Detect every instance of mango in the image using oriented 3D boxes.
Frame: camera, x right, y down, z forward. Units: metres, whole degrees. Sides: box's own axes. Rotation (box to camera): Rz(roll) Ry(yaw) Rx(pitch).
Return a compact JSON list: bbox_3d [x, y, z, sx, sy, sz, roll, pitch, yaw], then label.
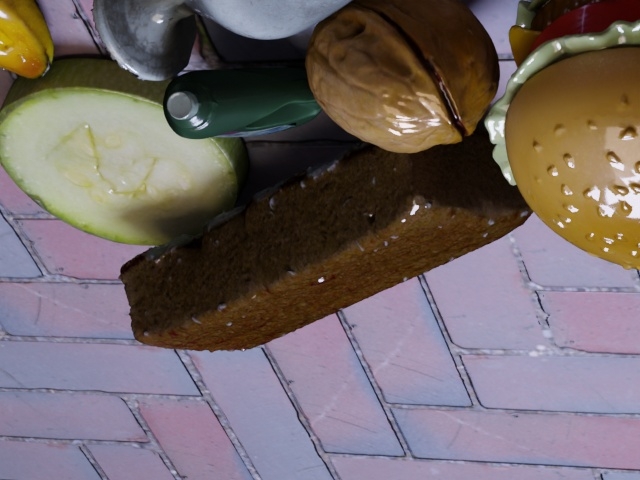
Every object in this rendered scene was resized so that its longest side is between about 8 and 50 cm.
[{"bbox_3d":[-0.311,-0.211,1.782,0.101,0.066,0.187,-23,134,33],"label":"mango"}]

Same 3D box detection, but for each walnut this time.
[{"bbox_3d":[0.070,-0.144,1.625,0.180,0.144,0.144,41,171,50],"label":"walnut"}]

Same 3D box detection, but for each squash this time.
[{"bbox_3d":[-0.192,-0.081,1.918,0.252,0.049,0.252,11,144,8],"label":"squash"}]

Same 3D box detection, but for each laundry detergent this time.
[{"bbox_3d":[-0.074,-0.121,1.695,0.137,0.063,0.211,-5,-178,16],"label":"laundry detergent"}]

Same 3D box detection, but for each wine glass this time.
[{"bbox_3d":[-0.070,-0.217,1.617,0.241,0.126,0.126,-16,133,42],"label":"wine glass"}]

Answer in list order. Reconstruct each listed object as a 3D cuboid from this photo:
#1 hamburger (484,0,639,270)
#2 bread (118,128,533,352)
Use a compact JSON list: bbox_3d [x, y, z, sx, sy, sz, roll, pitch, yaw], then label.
[{"bbox_3d":[0.271,-0.095,1.556,0.274,0.212,0.274,11,144,8],"label":"hamburger"},{"bbox_3d":[0.000,0.000,1.847,0.165,0.113,0.416,2,160,-45],"label":"bread"}]
